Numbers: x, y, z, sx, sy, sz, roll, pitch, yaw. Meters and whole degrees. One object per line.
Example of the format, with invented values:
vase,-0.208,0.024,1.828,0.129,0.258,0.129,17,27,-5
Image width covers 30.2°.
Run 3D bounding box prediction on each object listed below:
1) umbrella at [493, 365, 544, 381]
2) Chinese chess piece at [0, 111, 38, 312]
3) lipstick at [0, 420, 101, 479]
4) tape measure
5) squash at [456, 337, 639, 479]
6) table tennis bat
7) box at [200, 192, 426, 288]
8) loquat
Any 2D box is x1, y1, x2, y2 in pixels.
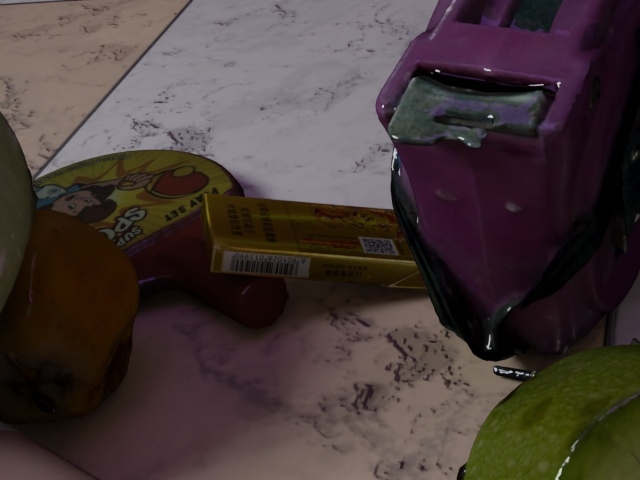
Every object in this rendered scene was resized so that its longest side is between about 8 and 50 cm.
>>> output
umbrella,0.213,0.089,0.627,0.269,0.044,0.044,7,8,29
Chinese chess piece,-0.280,0.005,0.677,0.250,0.101,0.250,-18,52,24
lipstick,-0.155,0.144,0.622,0.254,0.070,0.070,19,42,38
tape measure,0.137,-0.056,0.705,0.149,0.231,0.245,11,55,28
squash,0.140,0.090,0.571,0.192,0.085,0.184,-31,33,-8
table tennis bat,-0.134,0.000,0.882,0.200,0.038,0.310,-32,34,-29
box,0.000,0.000,0.799,0.156,0.022,0.089,4,27,-14
loquat,-0.169,0.049,0.728,0.113,0.137,0.137,-13,31,11
